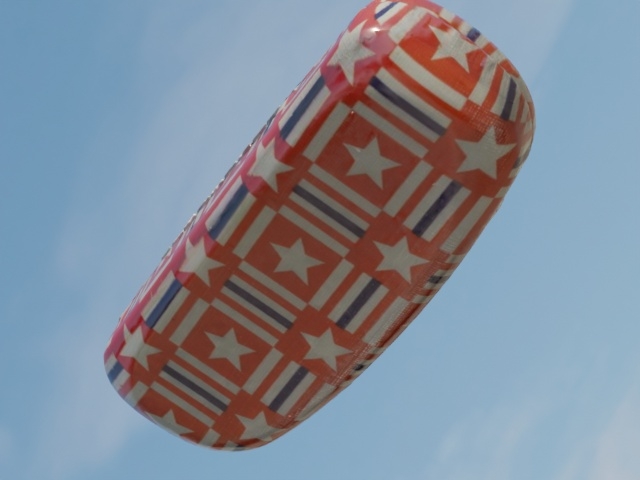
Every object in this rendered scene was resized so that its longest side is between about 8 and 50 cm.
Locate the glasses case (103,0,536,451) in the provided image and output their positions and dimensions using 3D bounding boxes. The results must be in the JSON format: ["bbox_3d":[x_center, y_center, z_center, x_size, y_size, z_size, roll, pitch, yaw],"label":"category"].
[{"bbox_3d":[0.000,0.000,0.621,0.194,0.073,0.049,-49,8,42],"label":"glasses case"}]
